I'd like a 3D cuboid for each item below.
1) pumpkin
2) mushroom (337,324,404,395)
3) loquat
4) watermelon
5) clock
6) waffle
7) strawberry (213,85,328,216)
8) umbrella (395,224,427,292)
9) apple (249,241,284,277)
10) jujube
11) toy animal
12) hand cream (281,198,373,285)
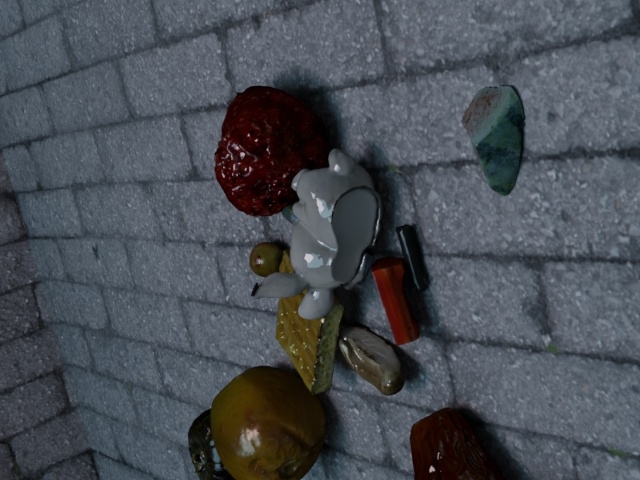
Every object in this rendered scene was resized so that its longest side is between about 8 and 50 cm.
[{"bbox_3d":[-0.260,0.559,2.383,0.238,0.159,0.238,34,136,40],"label":"pumpkin"},{"bbox_3d":[0.110,0.248,1.831,0.210,0.072,0.094,34,136,53],"label":"mushroom"},{"bbox_3d":[-0.129,0.428,2.079,0.284,0.276,0.276,45,138,33],"label":"loquat"},{"bbox_3d":[0.273,-0.155,1.447,0.094,0.081,0.180,-151,53,-74],"label":"watermelon"},{"bbox_3d":[0.146,0.113,1.707,0.113,0.061,0.155,-64,-42,-79],"label":"clock"},{"bbox_3d":[-0.030,0.172,1.942,0.221,0.055,0.248,-128,37,-49],"label":"waffle"},{"bbox_3d":[-0.093,-0.172,1.775,0.220,0.274,0.274,6,118,10],"label":"strawberry"},{"bbox_3d":[0.170,0.033,1.684,0.036,0.031,0.133,-122,16,-81],"label":"umbrella"},{"bbox_3d":[-0.117,0.043,2.011,0.071,0.084,0.084,12,118,30],"label":"apple"},{"bbox_3d":[0.248,0.445,1.677,0.190,0.190,0.255,-43,64,52],"label":"jujube"},{"bbox_3d":[0.007,-0.002,1.711,0.325,0.208,0.154,-60,35,5],"label":"toy animal"},{"bbox_3d":[0.007,-0.015,1.857,0.256,0.055,0.088,41,130,22],"label":"hand cream"}]
